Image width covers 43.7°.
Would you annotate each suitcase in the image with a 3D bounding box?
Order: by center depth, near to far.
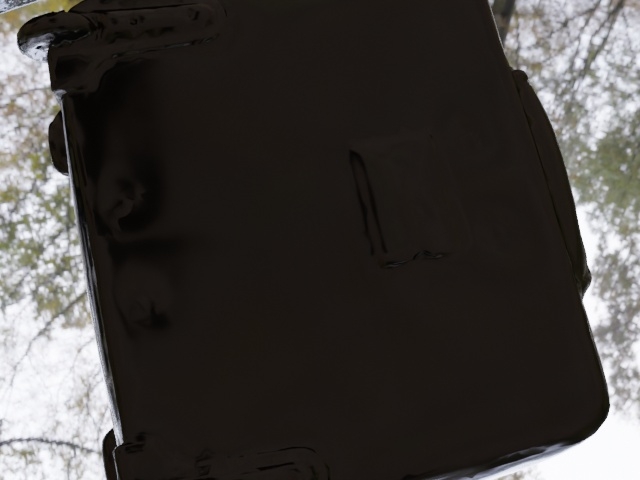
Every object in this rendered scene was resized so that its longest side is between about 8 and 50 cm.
[{"bbox_3d":[0.000,0.000,0.533,0.339,0.188,0.345,-11,-104,-9],"label":"suitcase"}]

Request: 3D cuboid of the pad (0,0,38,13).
[{"bbox_3d":[-0.235,-0.234,0.569,0.163,0.243,0.004,-21,-102,-5],"label":"pad"}]
